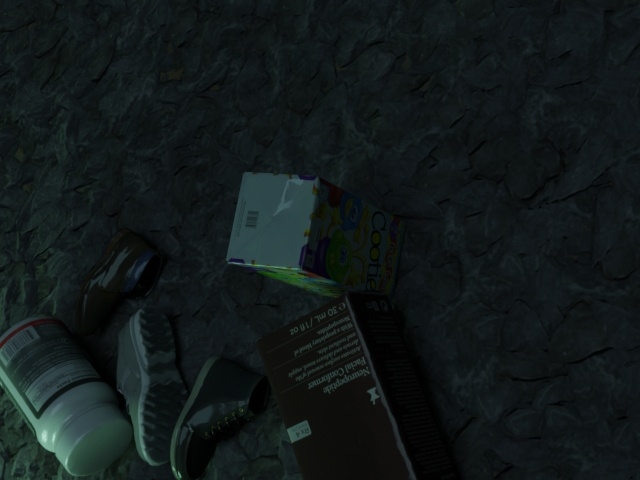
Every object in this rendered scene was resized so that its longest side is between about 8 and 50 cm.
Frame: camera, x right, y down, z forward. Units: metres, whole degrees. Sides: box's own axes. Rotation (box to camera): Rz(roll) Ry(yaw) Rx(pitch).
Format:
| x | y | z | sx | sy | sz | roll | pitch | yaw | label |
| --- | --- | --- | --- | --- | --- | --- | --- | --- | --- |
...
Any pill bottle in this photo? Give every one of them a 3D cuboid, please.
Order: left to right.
| x | y | z | sx | sy | sz | roll | pitch | yaw | label |
| --- | --- | --- | --- | --- | --- | --- | --- | --- | --- |
| -0.470 | 0.283 | 2.077 | 0.161 | 0.161 | 0.283 | -52 | 58 | 11 | pill bottle |

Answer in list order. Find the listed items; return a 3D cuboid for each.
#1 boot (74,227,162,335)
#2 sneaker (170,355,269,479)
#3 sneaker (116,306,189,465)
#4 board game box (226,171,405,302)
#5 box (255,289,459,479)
| x | y | z | sx | sy | sz | roll | pitch | yaw | label |
| --- | --- | --- | --- | --- | --- | --- | --- | --- | --- |
| -0.376 | 0.091 | 2.115 | 0.106 | 0.082 | 0.219 | 24 | 89 | 37 | boot |
| -0.172 | 0.314 | 1.926 | 0.118 | 0.083 | 0.222 | 15 | 85 | 34 | sneaker |
| -0.307 | 0.267 | 2.032 | 0.115 | 0.105 | 0.281 | -31 | 56 | 41 | sneaker |
| 0.000 | 0.000 | 1.782 | 0.142 | 0.275 | 0.144 | 5 | 80 | 33 | board game box |
| 0.063 | 0.287 | 1.722 | 0.191 | 0.143 | 0.381 | -30 | 72 | 26 | box |
